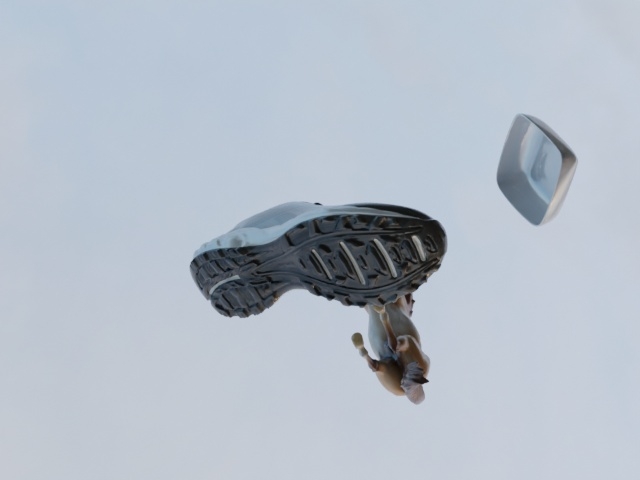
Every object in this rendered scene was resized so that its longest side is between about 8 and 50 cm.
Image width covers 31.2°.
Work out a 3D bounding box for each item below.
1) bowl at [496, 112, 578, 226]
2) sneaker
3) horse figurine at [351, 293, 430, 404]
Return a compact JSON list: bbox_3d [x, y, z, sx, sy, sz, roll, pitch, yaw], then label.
[{"bbox_3d":[0.329,-0.107,1.717,0.053,0.142,0.142,-7,-141,-26],"label":"bowl"},{"bbox_3d":[0.000,0.000,1.063,0.108,0.271,0.100,-51,-57,-42],"label":"sneaker"},{"bbox_3d":[0.079,0.099,1.323,0.174,0.066,0.263,54,-166,-41],"label":"horse figurine"}]
